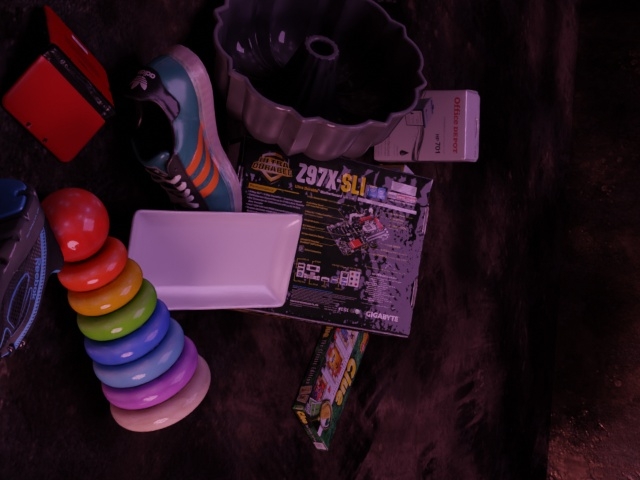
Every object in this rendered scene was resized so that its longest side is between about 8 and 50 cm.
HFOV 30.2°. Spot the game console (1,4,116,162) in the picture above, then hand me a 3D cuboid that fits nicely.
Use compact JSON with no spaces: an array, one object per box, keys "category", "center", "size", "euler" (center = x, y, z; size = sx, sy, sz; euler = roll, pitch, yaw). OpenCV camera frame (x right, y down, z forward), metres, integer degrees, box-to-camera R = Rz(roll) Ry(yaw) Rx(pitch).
[{"category":"game console","center":[-0.323,-0.190,1.445],"size":[0.144,0.085,0.124],"euler":[52,15,-53]}]

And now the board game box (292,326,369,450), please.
[{"category":"board game box","center":[0.023,0.237,2.161],"size":[0.136,0.030,0.259],"euler":[67,36,-45]}]

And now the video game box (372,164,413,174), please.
[{"category":"video game box","center":[0.042,-0.034,1.983],"size":[0.048,0.205,0.187],"euler":[37,58,-58]}]

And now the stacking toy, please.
[{"category":"stacking toy","center":[-0.262,0.078,1.482],"size":[0.141,0.141,0.330],"euler":[-58,134,-45]}]

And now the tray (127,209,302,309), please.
[{"category":"tray","center":[-0.154,0.024,1.649],"size":[0.270,0.030,0.145],"euler":[1,110,-36]}]

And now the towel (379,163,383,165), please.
[{"category":"towel","center":[0.102,-0.032,2.311],"size":[0.102,0.021,0.237],"euler":[66,36,-43]}]

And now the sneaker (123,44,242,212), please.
[{"category":"sneaker","center":[-0.198,-0.109,1.621],"size":[0.121,0.108,0.302],"euler":[-42,132,-36]}]

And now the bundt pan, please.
[{"category":"bundt pan","center":[-0.017,-0.246,1.777],"size":[0.331,0.331,0.124],"euler":[-60,178,-44]}]

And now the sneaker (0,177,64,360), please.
[{"category":"sneaker","center":[-0.364,0.100,1.257],"size":[0.139,0.125,0.340],"euler":[68,37,-48]}]

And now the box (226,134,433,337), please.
[{"category":"box","center":[0.000,0.000,1.812],"size":[0.322,0.079,0.257],"euler":[11,82,-21]}]

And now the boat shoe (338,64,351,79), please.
[{"category":"boat shoe","center":[-0.014,-0.177,1.913],"size":[0.258,0.095,0.084],"euler":[-50,137,-13]}]

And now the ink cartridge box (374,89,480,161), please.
[{"category":"ink cartridge box","center":[0.207,-0.223,2.320],"size":[0.082,0.191,0.139],"euler":[-2,93,-64]}]

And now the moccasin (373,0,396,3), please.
[{"category":"moccasin","center":[0.058,-0.483,2.057],"size":[0.380,0.139,0.146],"euler":[-24,112,-62]}]
